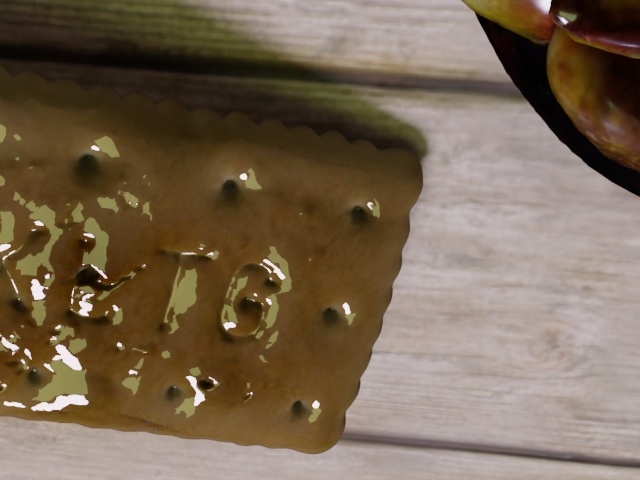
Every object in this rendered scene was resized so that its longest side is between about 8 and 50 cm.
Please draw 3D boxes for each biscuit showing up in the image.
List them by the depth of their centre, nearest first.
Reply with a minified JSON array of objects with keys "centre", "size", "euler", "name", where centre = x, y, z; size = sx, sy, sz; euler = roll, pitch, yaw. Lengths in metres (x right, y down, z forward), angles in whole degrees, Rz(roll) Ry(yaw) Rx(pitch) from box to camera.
[{"centre":[-0.110,0.019,0.687],"size":[0.324,0.044,0.217],"euler":[11,110,-21],"name":"biscuit"}]

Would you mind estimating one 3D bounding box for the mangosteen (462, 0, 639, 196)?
[{"centre":[0.160,-0.114,0.404],"size":[0.275,0.302,0.275],"euler":[18,122,32],"name":"mangosteen"}]
